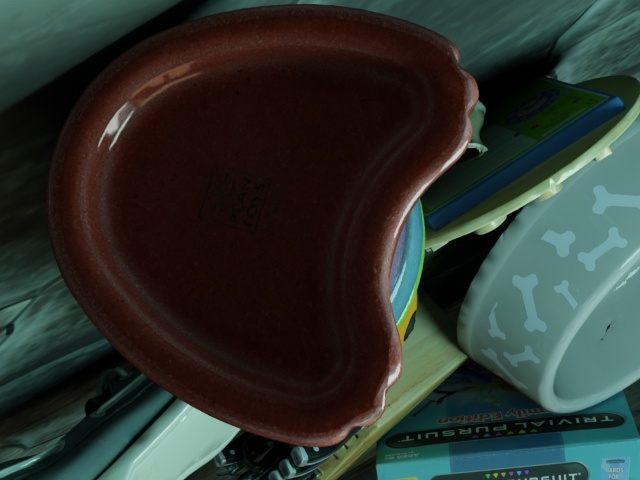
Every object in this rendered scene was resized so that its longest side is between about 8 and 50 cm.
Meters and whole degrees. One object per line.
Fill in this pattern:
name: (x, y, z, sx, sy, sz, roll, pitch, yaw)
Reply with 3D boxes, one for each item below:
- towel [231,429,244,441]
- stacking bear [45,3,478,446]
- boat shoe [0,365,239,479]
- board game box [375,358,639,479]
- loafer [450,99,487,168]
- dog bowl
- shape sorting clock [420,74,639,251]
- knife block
towel: (-0.182, 0.203, 1.476, 0.324, 0.056, 0.312, -34, 171, -2)
stacking bear: (-0.019, 0.007, 0.789, 0.289, 0.164, 0.175, 61, 46, -78)
boat shoe: (-0.128, 0.120, 1.143, 0.319, 0.099, 0.116, -45, 157, -35)
board game box: (0.189, 0.189, 1.709, 0.253, 0.079, 0.336, -7, -165, 4)
loafer: (0.000, 0.000, 0.984, 0.251, 0.087, 0.094, -33, 168, 4)
dog bowl: (0.292, 0.023, 1.545, 0.349, 0.102, 0.349, -32, 151, -20)
shape sorting clock: (0.116, -0.047, 1.058, 0.206, 0.040, 0.206, -28, -162, 10)
knife block: (0.028, 0.140, 1.493, 0.275, 0.088, 0.242, -41, 171, -11)
